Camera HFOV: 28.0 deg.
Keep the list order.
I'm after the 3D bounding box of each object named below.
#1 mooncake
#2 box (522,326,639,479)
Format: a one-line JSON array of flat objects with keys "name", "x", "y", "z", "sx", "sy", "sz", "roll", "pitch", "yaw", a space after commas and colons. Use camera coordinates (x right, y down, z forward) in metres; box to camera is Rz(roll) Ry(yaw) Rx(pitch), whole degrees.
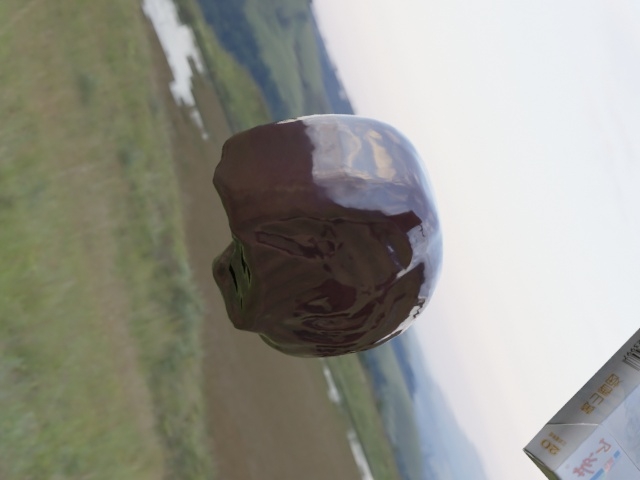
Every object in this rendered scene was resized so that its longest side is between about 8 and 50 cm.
[{"name": "mooncake", "x": 0.000, "y": 0.000, "z": 1.574, "sx": 0.334, "sy": 0.326, "sz": 0.174, "roll": 21, "pitch": 42, "yaw": -33}, {"name": "box", "x": 0.338, "y": 0.188, "z": 1.328, "sx": 0.149, "sy": 0.233, "sz": 0.067, "roll": 48, "pitch": -6, "yaw": -25}]
